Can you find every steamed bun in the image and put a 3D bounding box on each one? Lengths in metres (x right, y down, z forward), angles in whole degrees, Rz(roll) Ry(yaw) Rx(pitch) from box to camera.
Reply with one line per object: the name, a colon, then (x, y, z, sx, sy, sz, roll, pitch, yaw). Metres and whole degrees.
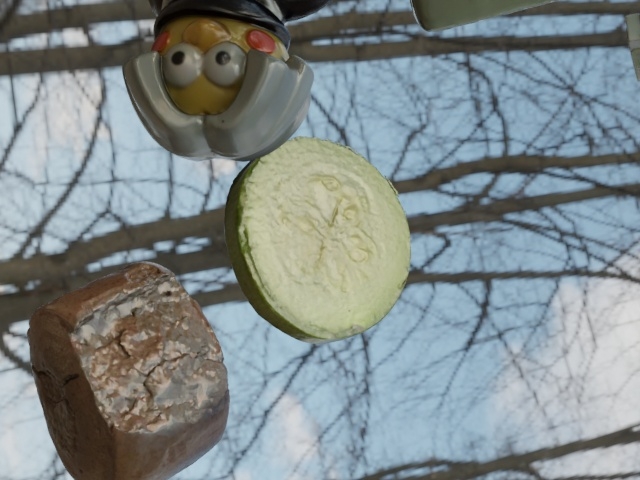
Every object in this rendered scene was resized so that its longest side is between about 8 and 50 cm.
steamed bun: (-0.147, 0.111, 0.915, 0.106, 0.145, 0.175, -16, -84, 53)

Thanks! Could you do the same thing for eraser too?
eraser: (0.357, -0.216, 1.272, 0.019, 0.083, 0.038, -7, -118, 21)

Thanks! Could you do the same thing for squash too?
squash: (0.003, -0.002, 1.184, 0.041, 0.219, 0.219, -30, -107, 55)

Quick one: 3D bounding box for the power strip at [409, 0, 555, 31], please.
power strip: (0.110, -0.257, 0.782, 0.224, 0.139, 0.140, -92, 166, -60)

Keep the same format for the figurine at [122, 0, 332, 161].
figurine: (-0.071, -0.179, 0.944, 0.133, 0.176, 0.236, 60, 34, -70)
